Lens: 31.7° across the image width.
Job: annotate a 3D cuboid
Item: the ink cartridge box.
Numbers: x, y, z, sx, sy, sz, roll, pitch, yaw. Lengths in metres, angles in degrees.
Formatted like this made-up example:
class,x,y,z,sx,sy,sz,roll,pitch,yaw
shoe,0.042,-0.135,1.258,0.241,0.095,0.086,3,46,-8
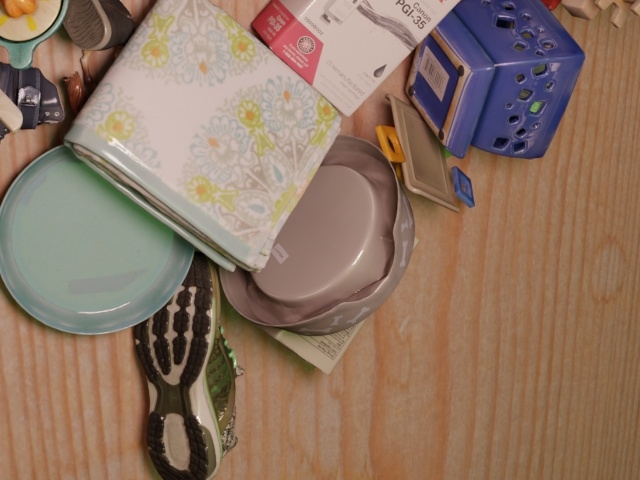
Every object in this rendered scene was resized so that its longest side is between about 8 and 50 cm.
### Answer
class,x,y,z,sx,sy,sz,roll,pitch,yaw
ink cartridge box,0.061,-0.382,1.860,0.283,0.117,0.207,-46,124,9

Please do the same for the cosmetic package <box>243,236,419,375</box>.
class,x,y,z,sx,sy,sz,roll,pitch,yaw
cosmetic package,0.019,0.067,2.006,0.153,0.129,0.296,41,81,-35

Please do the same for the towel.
class,x,y,z,sx,sy,sz,roll,pitch,yaw
towel,-0.168,-0.169,1.753,0.374,0.090,0.321,39,68,-24

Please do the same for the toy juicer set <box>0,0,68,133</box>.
class,x,y,z,sx,sy,sz,roll,pitch,yaw
toy juicer set,-0.441,-0.339,1.554,0.329,0.209,0.089,-64,168,-6

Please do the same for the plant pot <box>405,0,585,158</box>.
class,x,y,z,sx,sy,sz,roll,pitch,yaw
plant pot,0.288,-0.291,1.975,0.212,0.236,0.236,-10,138,-23

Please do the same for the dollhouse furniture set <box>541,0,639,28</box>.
class,x,y,z,sx,sy,sz,roll,pitch,yaw
dollhouse furniture set,0.440,-0.501,1.955,0.201,0.374,0.152,35,87,-36

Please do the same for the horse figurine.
class,x,y,z,sx,sy,sz,roll,pitch,yaw
horse figurine,-0.285,-0.216,1.770,0.263,0.066,0.175,-6,102,-32

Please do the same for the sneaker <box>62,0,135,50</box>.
class,x,y,z,sx,sy,sz,roll,pitch,yaw
sneaker,-0.357,-0.384,1.677,0.083,0.118,0.222,-21,93,17

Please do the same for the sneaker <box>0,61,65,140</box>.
class,x,y,z,sx,sy,sz,roll,pitch,yaw
sneaker,-0.464,-0.153,1.663,0.163,0.086,0.226,5,100,-30

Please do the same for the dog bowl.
class,x,y,z,sx,sy,sz,roll,pitch,yaw
dog bowl,0.000,0.000,1.857,0.349,0.348,0.102,-56,136,-6

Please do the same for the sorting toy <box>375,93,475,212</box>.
class,x,y,z,sx,sy,sz,roll,pitch,yaw
sorting toy,0.171,-0.149,1.995,0.347,0.047,0.196,19,53,-56

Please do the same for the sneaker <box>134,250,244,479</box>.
class,x,y,z,sx,sy,sz,roll,pitch,yaw
sneaker,-0.206,0.211,1.934,0.182,0.158,0.410,-21,117,-60

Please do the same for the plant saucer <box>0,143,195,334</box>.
class,x,y,z,sx,sy,sz,roll,pitch,yaw
plant saucer,-0.354,-0.008,1.780,0.317,0.043,0.318,-6,106,-22

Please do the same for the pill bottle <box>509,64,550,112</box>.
class,x,y,z,sx,sy,sz,roll,pitch,yaw
pill bottle,0.394,-0.256,2.156,0.108,0.108,0.180,23,91,-35
